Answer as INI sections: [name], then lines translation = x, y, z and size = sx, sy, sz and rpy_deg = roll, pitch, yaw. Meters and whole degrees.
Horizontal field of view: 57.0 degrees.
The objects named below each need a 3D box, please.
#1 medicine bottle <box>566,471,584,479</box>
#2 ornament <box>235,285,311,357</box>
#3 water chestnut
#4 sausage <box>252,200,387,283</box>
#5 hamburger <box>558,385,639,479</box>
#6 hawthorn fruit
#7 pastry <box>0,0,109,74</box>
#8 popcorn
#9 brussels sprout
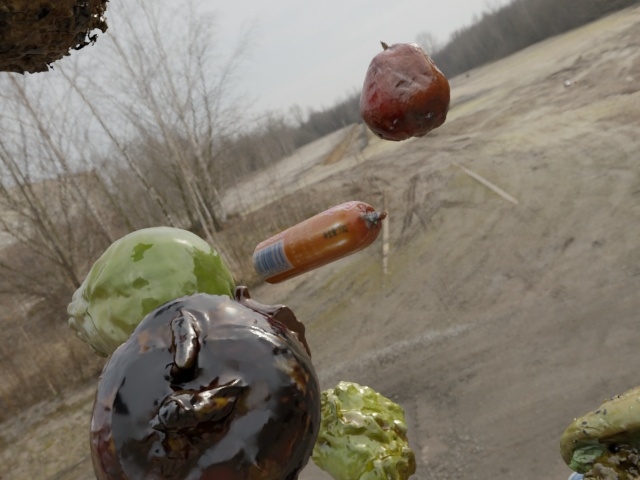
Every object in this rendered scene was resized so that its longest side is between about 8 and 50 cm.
[medicine bottle]
translation = 0.512, 0.452, 1.007
size = 0.105, 0.105, 0.168
rpy_deg = -31, 0, -29
[ornament]
translation = -0.168, 0.209, 1.278
size = 0.235, 0.221, 0.218
rpy_deg = -8, 23, -44
[water chestnut]
translation = -0.136, 0.206, 0.708
size = 0.300, 0.300, 0.300
rpy_deg = -25, 10, 5
[sausage]
translation = 0.000, 0.000, 1.067
size = 0.312, 0.093, 0.093
rpy_deg = -24, 8, 46
[hamburger]
translation = 0.294, 0.193, 0.502
size = 0.177, 0.113, 0.185
rpy_deg = 1, -37, -16
[hawthorn fruit]
translation = 0.155, -0.271, 1.085
size = 0.174, 0.179, 0.173
rpy_deg = 12, 9, -2
[pastry]
translation = -0.478, -0.386, 0.928
size = 0.275, 0.192, 0.275
rpy_deg = -27, -9, -4
[popcorn]
translation = 0.102, 0.441, 1.292
size = 0.225, 0.286, 0.173
rpy_deg = -12, -45, -42
[brussels sprout]
translation = -0.309, 0.110, 1.135
size = 0.317, 0.273, 0.242
rpy_deg = 13, -11, 14
